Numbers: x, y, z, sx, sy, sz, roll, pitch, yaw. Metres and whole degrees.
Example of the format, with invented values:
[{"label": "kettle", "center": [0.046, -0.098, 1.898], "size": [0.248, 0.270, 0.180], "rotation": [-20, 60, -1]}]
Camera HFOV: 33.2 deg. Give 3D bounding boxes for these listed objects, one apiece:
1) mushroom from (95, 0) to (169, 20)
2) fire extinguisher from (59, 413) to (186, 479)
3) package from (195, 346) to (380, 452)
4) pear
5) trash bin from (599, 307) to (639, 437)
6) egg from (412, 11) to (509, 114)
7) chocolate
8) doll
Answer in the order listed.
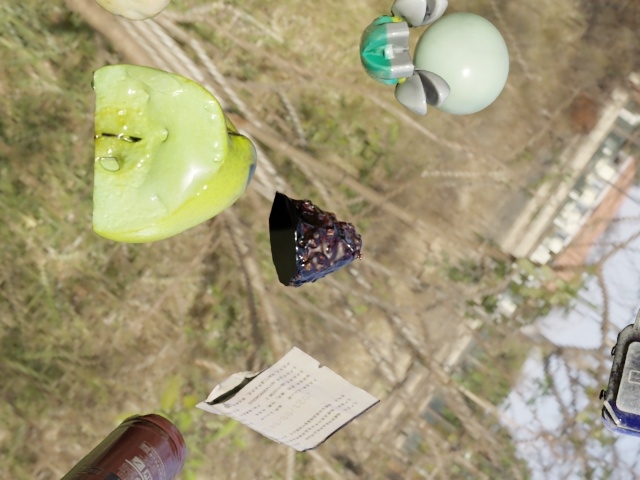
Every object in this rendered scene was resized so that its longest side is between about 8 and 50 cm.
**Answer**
[{"label": "mushroom", "center": [-0.293, -0.408, 1.665], "size": [0.148, 0.148, 0.112], "rotation": [116, -8, -61]}, {"label": "fire extinguisher", "center": [-0.289, 0.331, 1.412], "size": [0.114, 0.135, 0.337], "rotation": [-9, -168, 16]}, {"label": "package", "center": [-0.056, 0.279, 1.798], "size": [0.251, 0.204, 0.062], "rotation": [-32, -141, 37]}, {"label": "pear", "center": [-0.279, -0.165, 2.105], "size": [0.238, 0.318, 0.342], "rotation": [34, 55, -76]}, {"label": "trash bin", "center": [0.526, 0.214, 1.567], "size": [0.234, 0.163, 0.184], "rotation": [27, 76, -52]}, {"label": "egg", "center": [0.243, -0.310, 1.871], "size": [0.168, 0.168, 0.231], "rotation": [-56, -169, 28]}, {"label": "chocolate", "center": [0.000, 0.000, 1.699], "size": [0.133, 0.156, 0.156], "rotation": [-3, 151, -20]}, {"label": "doll", "center": [0.134, -0.327, 1.745], "size": [0.258, 0.153, 0.195], "rotation": [-102, 180, -52]}]
